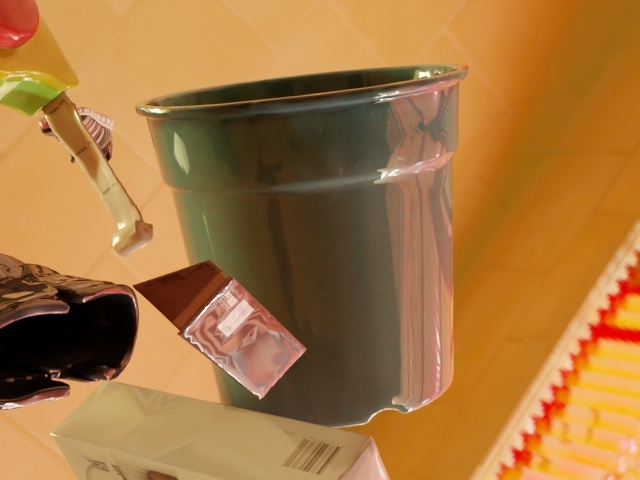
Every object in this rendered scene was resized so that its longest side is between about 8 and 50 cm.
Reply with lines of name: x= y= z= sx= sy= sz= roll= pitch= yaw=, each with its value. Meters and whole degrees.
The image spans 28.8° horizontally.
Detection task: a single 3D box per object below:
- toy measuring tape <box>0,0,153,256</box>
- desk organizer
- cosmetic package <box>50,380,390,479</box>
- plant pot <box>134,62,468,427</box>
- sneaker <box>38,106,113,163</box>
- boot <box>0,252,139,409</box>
toy measuring tape: x=-0.264 y=-0.121 z=1.057 sx=0.330 sy=0.121 sz=0.121 roll=60 pitch=-21 yaw=-1
desk organizer: x=-0.062 y=0.050 z=0.787 sx=0.050 sy=0.047 sz=0.130 roll=39 pitch=-6 yaw=30
cosmetic package: x=-0.067 y=0.297 z=1.243 sx=0.377 sy=0.097 sz=0.284 roll=4 pitch=-50 yaw=42
plant pot: x=0.000 y=0.000 z=1.304 sx=0.341 sy=0.341 sz=0.334 roll=9 pitch=-70 yaw=53
sneaker: x=-0.337 y=-0.142 z=1.755 sx=0.063 sy=0.074 sz=0.170 roll=-11 pitch=-4 yaw=15
boot: x=-0.280 y=0.048 z=0.739 sx=0.223 sy=0.338 sz=0.118 roll=14 pitch=-71 yaw=30
